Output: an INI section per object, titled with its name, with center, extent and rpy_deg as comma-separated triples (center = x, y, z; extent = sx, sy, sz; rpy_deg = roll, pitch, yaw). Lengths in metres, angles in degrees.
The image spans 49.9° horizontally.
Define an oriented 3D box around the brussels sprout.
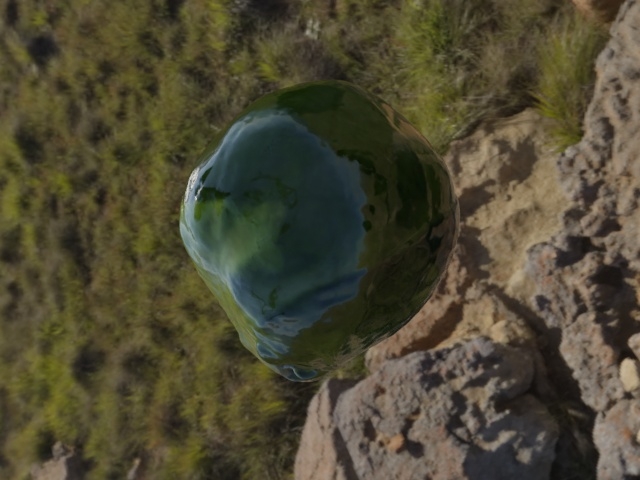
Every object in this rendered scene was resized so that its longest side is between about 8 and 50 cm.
[brussels sprout]
center = 0.000, 0.000, 0.594
extent = 0.210, 0.219, 0.271
rpy_deg = 33, 130, 17
